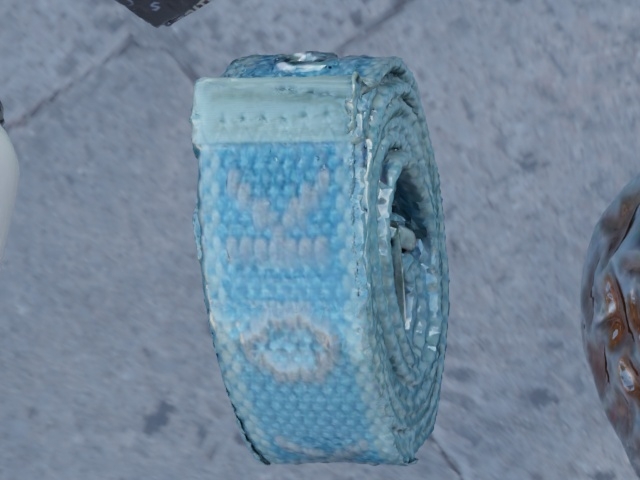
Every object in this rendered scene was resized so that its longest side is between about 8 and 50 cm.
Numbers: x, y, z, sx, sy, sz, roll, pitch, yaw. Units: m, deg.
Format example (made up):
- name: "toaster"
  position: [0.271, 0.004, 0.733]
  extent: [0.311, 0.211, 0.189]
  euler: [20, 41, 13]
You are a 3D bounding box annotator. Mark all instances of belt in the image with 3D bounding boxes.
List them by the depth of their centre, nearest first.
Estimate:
- name: "belt"
  position: [0.001, 0.007, 0.621]
  extent: [0.082, 0.147, 0.163]
  euler: [1, 104, 13]

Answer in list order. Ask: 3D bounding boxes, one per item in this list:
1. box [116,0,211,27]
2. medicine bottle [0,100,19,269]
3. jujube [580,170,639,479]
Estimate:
- name: "box"
  position: [-0.129, -0.268, 1.010]
  extent: [0.198, 0.310, 0.084]
  euler: [-25, 56, 28]
- name: "medicine bottle"
  position: [-0.271, 0.102, 0.731]
  extent: [0.213, 0.213, 0.379]
  euler: [2, 70, 16]
- name: "jujube"
  position: [0.305, 0.079, 1.112]
  extent: [0.246, 0.215, 0.308]
  euler: [-46, 40, 17]
